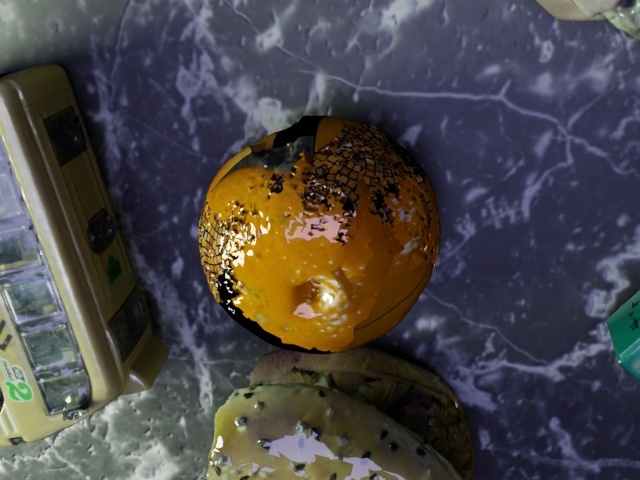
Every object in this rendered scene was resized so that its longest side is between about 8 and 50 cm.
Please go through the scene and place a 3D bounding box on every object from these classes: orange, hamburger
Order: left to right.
[{"bbox_3d":[0.000,0.000,0.796,0.234,0.182,0.235,-1,118,-2],"label":"orange"},{"bbox_3d":[0.031,0.269,0.889,0.276,0.195,0.318,-2,114,12],"label":"hamburger"}]

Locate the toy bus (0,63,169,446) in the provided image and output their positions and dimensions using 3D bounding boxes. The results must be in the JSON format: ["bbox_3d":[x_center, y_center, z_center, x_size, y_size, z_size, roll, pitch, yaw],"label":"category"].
[{"bbox_3d":[-0.303,0.015,0.851,0.201,0.177,0.366,-12,109,8],"label":"toy bus"}]

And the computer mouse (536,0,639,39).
[{"bbox_3d":[0.188,-0.307,0.666,0.389,0.115,0.199,44,129,-16],"label":"computer mouse"}]

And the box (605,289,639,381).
[{"bbox_3d":[0.424,0.121,0.812,0.245,0.092,0.153,39,114,-6],"label":"box"}]
